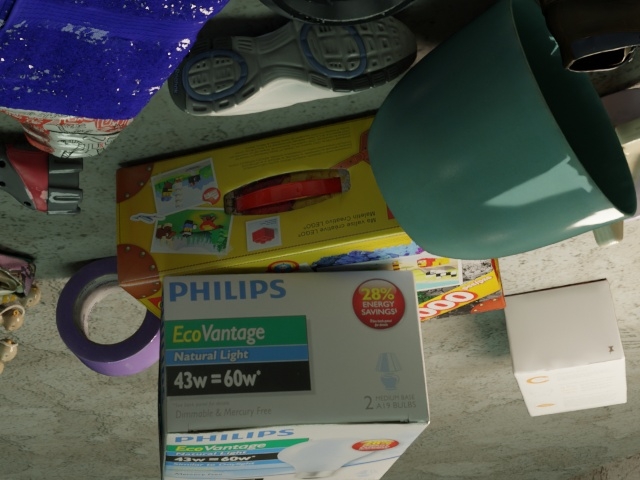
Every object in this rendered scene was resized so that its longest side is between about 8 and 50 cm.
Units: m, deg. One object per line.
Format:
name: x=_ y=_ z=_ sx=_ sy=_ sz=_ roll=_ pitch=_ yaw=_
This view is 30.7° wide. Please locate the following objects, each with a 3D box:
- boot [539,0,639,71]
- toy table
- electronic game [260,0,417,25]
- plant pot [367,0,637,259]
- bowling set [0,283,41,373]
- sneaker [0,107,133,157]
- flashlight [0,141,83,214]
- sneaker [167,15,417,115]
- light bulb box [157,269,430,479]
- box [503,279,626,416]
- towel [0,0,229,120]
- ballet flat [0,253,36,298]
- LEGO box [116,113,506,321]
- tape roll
boot: x=0.369 y=-0.245 z=1.382 sx=0.219 sy=0.106 sz=0.082 roll=0 pitch=155 yaw=-12
toy table: x=0.375 y=-0.116 z=1.551 sx=0.274 sy=0.252 sz=0.161 roll=-35 pitch=161 yaw=30
electronic game: x=0.029 y=-0.307 z=1.241 sx=0.229 sy=0.048 sz=0.229 roll=-4 pitch=151 yaw=-2
plant pot: x=0.200 y=-0.109 z=1.382 sx=0.235 sy=0.293 sz=0.293 roll=-28 pitch=149 yaw=25
bowling set: x=-0.603 y=0.198 z=2.070 sx=0.154 sy=0.199 sz=0.287 roll=6 pitch=157 yaw=-28
sneaker: x=-0.360 y=-0.167 z=1.420 sx=0.270 sy=0.090 sz=0.145 roll=6 pitch=151 yaw=-30
flashlight: x=-0.475 y=-0.086 z=1.564 sx=0.304 sy=0.103 sz=0.103 roll=0 pitch=158 yaw=-14
sneaker: x=-0.031 y=-0.213 z=1.407 sx=0.297 sy=0.110 sz=0.129 roll=-8 pitch=178 yaw=4
light bulb box: x=-0.056 y=0.211 z=1.694 sx=0.358 sy=0.225 sz=0.361 roll=-1 pitch=157 yaw=-8
box: x=0.509 y=0.230 z=2.406 sx=0.215 sy=0.168 sz=0.345 roll=-10 pitch=156 yaw=11
towel: x=-0.209 y=-0.202 z=1.042 sx=0.228 sy=0.076 sz=0.308 roll=9 pitch=152 yaw=-29
ballet flat: x=-0.550 y=0.046 z=1.869 sx=0.077 sy=0.079 sz=0.221 roll=-21 pitch=152 yaw=32
LEGO box: x=0.000 y=0.000 z=1.746 sx=0.501 sy=0.193 sz=0.372 roll=-11 pitch=156 yaw=12
tape roll: x=-0.344 y=0.128 z=1.964 sx=0.189 sy=0.188 sz=0.080 roll=-7 pitch=155 yaw=4
